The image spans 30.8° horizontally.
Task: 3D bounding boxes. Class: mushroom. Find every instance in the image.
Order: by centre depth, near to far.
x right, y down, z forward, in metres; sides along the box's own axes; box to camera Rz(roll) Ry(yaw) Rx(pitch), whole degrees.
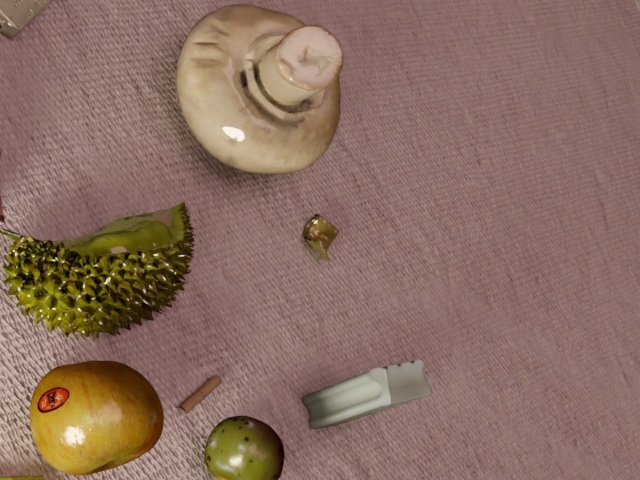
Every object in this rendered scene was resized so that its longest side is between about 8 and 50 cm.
[{"bbox_3d":[-0.104,-0.250,1.996,0.315,0.315,0.356,46,14,-16],"label":"mushroom"}]

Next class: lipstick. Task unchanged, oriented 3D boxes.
[{"bbox_3d":[-0.193,0.247,1.859,0.094,0.019,0.019,-39,98,-43],"label":"lipstick"}]

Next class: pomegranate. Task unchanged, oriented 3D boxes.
[{"bbox_3d":[-0.120,0.354,1.805,0.129,0.129,0.159,17,69,-35],"label":"pomegranate"}]

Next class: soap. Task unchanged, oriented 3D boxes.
[{"bbox_3d":[0.077,0.260,1.962,0.119,0.198,0.066,-8,76,-42],"label":"soap"}]

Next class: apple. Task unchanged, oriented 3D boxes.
[{"bbox_3d":[-0.321,0.246,1.647,0.183,0.182,0.155,-8,67,-42],"label":"apple"}]

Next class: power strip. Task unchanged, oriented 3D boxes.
[{"bbox_3d":[-0.466,-0.406,1.896,0.060,0.027,0.252,46,49,-16],"label":"power strip"}]

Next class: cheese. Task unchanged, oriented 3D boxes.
[{"bbox_3d":[-0.001,0.001,2.114,0.060,0.041,0.084,41,34,-29],"label":"cheese"}]

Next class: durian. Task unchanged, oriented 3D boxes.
[{"bbox_3d":[-0.323,0.043,1.798,0.352,0.158,0.169,-15,48,-43],"label":"durian"}]

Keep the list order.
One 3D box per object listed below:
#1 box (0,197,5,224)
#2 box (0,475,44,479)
[{"bbox_3d":[-0.517,-0.072,1.635,0.151,0.151,0.135,-12,88,-43],"label":"box"},{"bbox_3d":[-0.463,0.381,1.565,0.193,0.030,0.121,7,68,-39],"label":"box"}]
